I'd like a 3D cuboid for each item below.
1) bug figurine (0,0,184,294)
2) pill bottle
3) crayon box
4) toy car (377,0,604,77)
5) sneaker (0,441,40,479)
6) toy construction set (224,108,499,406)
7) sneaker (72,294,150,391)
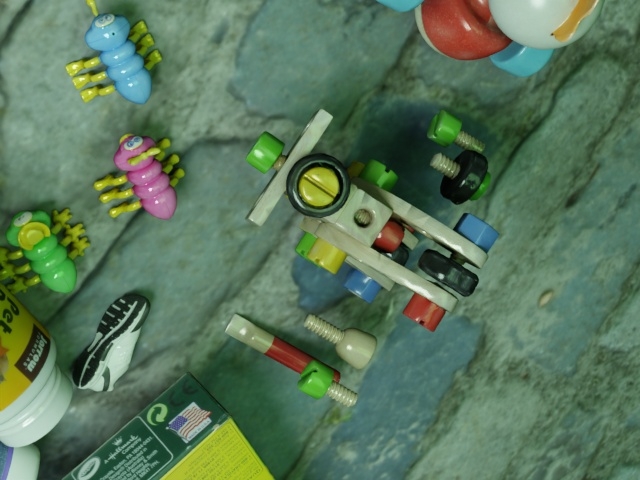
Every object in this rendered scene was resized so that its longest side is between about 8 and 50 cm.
[{"bbox_3d":[-0.234,-0.073,0.972,0.279,0.072,0.216,-38,120,-15],"label":"bug figurine"},{"bbox_3d":[-0.315,0.086,0.944,0.117,0.117,0.215,-43,125,-12],"label":"pill bottle"},{"bbox_3d":[-0.136,0.297,1.100,0.202,0.081,0.318,-40,140,-14],"label":"crayon box"},{"bbox_3d":[0.214,-0.272,1.068,0.219,0.238,0.210,21,94,-33],"label":"toy car"},{"bbox_3d":[-0.424,0.266,0.937,0.236,0.130,0.322,39,71,-21],"label":"sneaker"},{"bbox_3d":[0.000,0.000,1.079,0.237,0.257,0.308,30,112,-16],"label":"toy construction set"},{"bbox_3d":[-0.202,0.102,1.070,0.109,0.040,0.044,-55,139,0],"label":"sneaker"}]
